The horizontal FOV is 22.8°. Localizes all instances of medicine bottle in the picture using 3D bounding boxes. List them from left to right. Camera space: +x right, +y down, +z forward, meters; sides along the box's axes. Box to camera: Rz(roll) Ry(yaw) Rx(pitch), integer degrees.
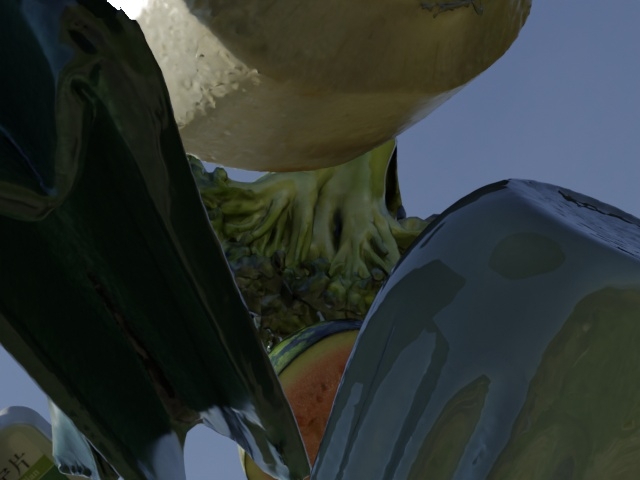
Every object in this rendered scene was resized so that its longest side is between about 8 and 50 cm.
[{"bbox_3d":[-0.303,0.224,1.544,0.119,0.183,0.069,-41,15,6],"label":"medicine bottle"}]

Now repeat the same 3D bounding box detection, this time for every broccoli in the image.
[{"bbox_3d":[-0.014,0.021,1.481,0.272,0.324,0.334,-35,-13,3],"label":"broccoli"}]

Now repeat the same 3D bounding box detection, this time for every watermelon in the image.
[{"bbox_3d":[-0.024,0.114,1.160,0.087,0.069,0.163,22,-77,-35],"label":"watermelon"}]

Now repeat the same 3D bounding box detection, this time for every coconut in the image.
[{"bbox_3d":[-0.015,-0.199,1.077,0.323,0.323,0.323,-34,-28,-22],"label":"coconut"}]

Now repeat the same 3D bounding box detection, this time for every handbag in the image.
[{"bbox_3d":[-0.139,-0.047,0.594,0.089,0.326,0.238,-36,-44,-12],"label":"handbag"}]

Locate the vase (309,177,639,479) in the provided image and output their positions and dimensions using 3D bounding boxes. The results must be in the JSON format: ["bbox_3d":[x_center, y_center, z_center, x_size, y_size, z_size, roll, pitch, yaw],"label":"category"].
[{"bbox_3d":[0.044,0.109,0.493,0.128,0.128,0.248,4,-67,-57],"label":"vase"}]
